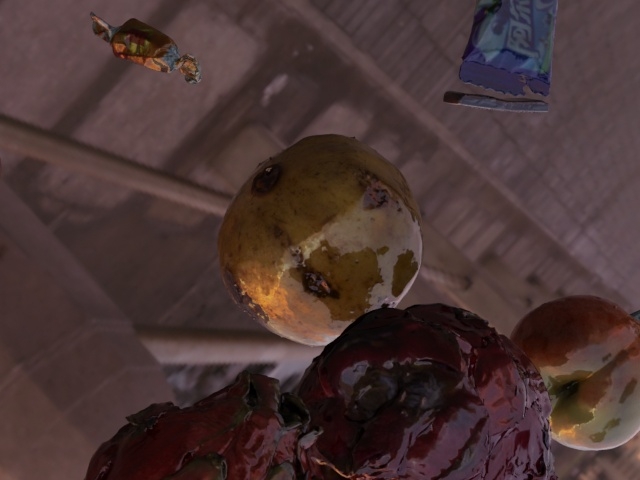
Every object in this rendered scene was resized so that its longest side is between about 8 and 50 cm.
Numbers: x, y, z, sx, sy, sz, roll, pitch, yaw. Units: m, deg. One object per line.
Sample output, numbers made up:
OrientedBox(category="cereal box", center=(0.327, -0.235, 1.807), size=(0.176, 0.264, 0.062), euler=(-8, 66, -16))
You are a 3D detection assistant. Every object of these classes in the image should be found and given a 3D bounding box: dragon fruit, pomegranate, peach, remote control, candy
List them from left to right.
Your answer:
OrientedBox(category="candy", center=(-0.229, -0.248, 1.544), size=(0.046, 0.182, 0.053), euler=(-41, 150, -46))
OrientedBox(category="dragon fruit", center=(-0.114, 0.256, 1.089), size=(0.244, 0.244, 0.299), euler=(46, 65, -74))
OrientedBox(category="pomegranate", center=(0.000, 0.000, 1.603), size=(0.281, 0.281, 0.281), euler=(-42, 163, -15))
OrientedBox(category="dragon fruit", center=(0.109, 0.222, 1.358), size=(0.329, 0.329, 0.329), euler=(-42, 163, -15))
OrientedBox(category="remote control", center=(0.312, -0.244, 2.142), size=(0.212, 0.059, 0.028), euler=(0, 99, -34))
OrientedBox(category="candy", center=(0.258, -0.330, 1.608), size=(0.070, 0.145, 0.275), euler=(174, -77, -67))
OrientedBox(category="peach", center=(0.367, 0.177, 1.675), size=(0.232, 0.232, 0.232), euler=(-42, 163, -15))

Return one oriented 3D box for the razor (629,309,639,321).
OrientedBox(category="razor", center=(0.481, 0.192, 1.846), size=(0.111, 0.056, 0.278), euler=(-25, -156, 11))
